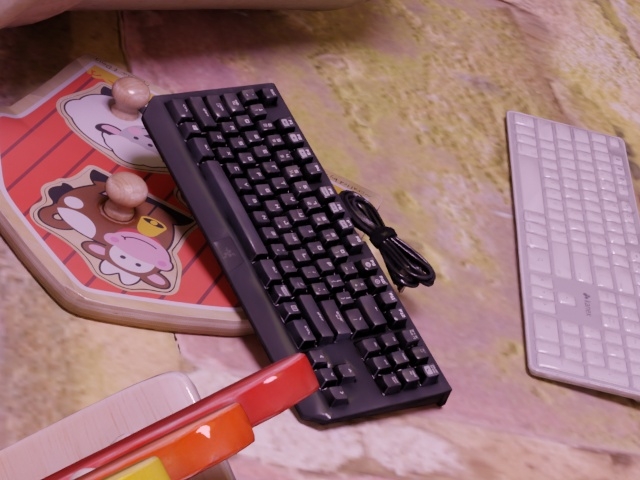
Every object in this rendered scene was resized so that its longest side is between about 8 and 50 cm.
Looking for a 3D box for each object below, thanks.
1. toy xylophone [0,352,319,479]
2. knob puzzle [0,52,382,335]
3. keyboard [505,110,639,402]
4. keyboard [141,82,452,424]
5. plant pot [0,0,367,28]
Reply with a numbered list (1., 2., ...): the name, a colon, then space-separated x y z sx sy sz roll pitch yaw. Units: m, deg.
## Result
1. toy xylophone: -0.072 0.095 0.450 0.081 0.236 0.323 63 1 1
2. knob puzzle: -0.071 -0.022 0.851 0.213 0.030 0.213 17 32 -11
3. keyboard: 0.136 0.001 0.970 0.072 0.014 0.256 18 31 -9
4. keyboard: 0.000 0.000 0.834 0.108 0.023 0.180 -6 56 -39
5. plant pot: -0.083 -0.247 0.953 0.305 0.334 0.334 2 35 -50
